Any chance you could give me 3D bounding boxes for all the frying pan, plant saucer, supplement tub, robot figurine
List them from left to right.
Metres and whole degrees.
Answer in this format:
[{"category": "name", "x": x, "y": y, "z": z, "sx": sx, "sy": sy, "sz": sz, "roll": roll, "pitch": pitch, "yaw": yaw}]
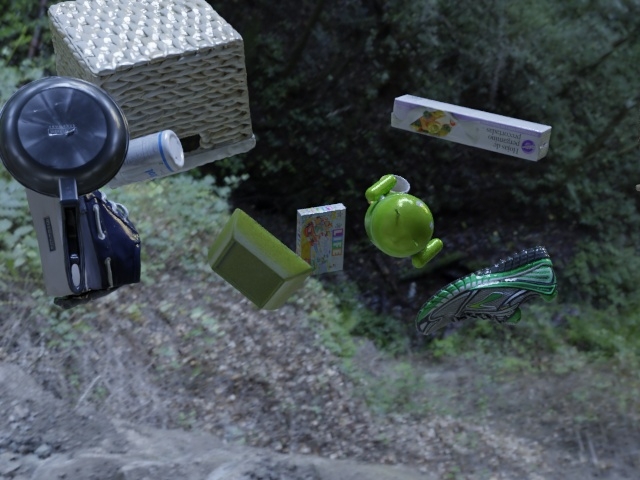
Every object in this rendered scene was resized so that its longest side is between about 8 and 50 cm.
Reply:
[{"category": "frying pan", "x": -0.402, "y": -0.101, "z": 1.387, "sx": 0.197, "sy": 0.053, "sz": 0.326, "roll": 17, "pitch": 71, "yaw": -10}, {"category": "supplement tub", "x": -0.288, "y": -0.138, "z": 1.553, "sx": 0.071, "sy": 0.107, "sz": 0.071, "roll": -15, "pitch": 90, "yaw": -77}, {"category": "plant saucer", "x": -0.132, "y": 0.053, "z": 1.824, "sx": 0.188, "sy": 0.188, "sz": 0.045, "roll": 39, "pitch": 52, "yaw": -1}, {"category": "robot figurine", "x": 0.083, "y": -0.017, "z": 0.996, "sx": 0.067, "sy": 0.115, "sz": 0.101, "roll": -34, "pitch": 96, "yaw": 0}]

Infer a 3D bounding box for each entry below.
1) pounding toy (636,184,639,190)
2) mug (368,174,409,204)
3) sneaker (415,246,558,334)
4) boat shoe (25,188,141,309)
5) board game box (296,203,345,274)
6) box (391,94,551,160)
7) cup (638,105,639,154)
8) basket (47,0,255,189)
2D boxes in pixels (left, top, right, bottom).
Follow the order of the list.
[{"category": "pounding toy", "x": 0.675, "y": -0.122, "z": 1.699, "sx": 0.206, "sy": 0.181, "sz": 0.094, "roll": -19, "pitch": 118, "yaw": -61}, {"category": "mug", "x": 0.141, "y": -0.096, "z": 1.945, "sx": 0.078, "sy": 0.064, "sz": 0.062, "roll": 15, "pitch": 40, "yaw": 2}, {"category": "sneaker", "x": 0.378, "y": 0.140, "z": 2.133, "sx": 0.134, "sy": 0.344, "sz": 0.146, "roll": 26, "pitch": 40, "yaw": -77}, {"category": "boat shoe", "x": -0.417, "y": -0.057, "z": 1.654, "sx": 0.158, "sy": 0.127, "sz": 0.340, "roll": -9, "pitch": 94, "yaw": -44}, {"category": "board game box", "x": 0.000, "y": 0.000, "z": 2.032, "sx": 0.104, "sy": 0.154, "sz": 0.026, "roll": -10, "pitch": 31, "yaw": -20}, {"category": "box", "x": 0.301, "y": -0.231, "z": 1.898, "sx": 0.067, "sy": 0.324, "sz": 0.063, "roll": -30, "pitch": 131, "yaw": -55}, {"category": "cup", "x": 0.750, "y": -0.293, "z": 1.761, "sx": 0.331, "sy": 0.331, "sz": 0.236, "roll": 11, "pitch": 62, "yaw": -31}, {"category": "basket", "x": -0.343, "y": -0.327, "z": 1.886, "sx": 0.328, "sy": 0.266, "sz": 0.331, "roll": -18, "pitch": 43, "yaw": -22}]
